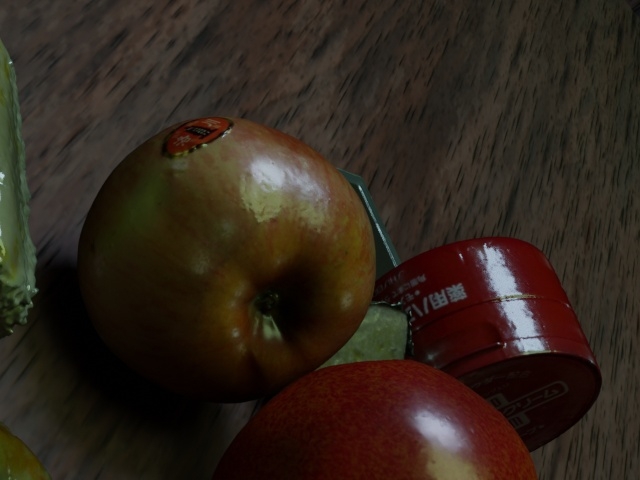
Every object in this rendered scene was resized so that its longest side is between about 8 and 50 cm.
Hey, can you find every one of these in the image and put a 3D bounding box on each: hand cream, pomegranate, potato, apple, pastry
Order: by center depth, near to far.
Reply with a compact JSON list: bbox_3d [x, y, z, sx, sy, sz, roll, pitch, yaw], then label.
[{"bbox_3d":[-0.236,-0.054,1.206,0.121,0.089,0.258,68,11,-51],"label":"pastry"},{"bbox_3d":[0.038,0.205,1.226,0.221,0.221,0.256,-15,100,-65],"label":"pomegranate"},{"bbox_3d":[-0.064,0.015,1.297,0.209,0.209,0.164,35,10,-37],"label":"apple"},{"bbox_3d":[0.008,0.132,1.451,0.101,0.089,0.172,5,84,-36],"label":"potato"},{"bbox_3d":[0.123,0.096,1.548,0.193,0.193,0.125,25,35,-48],"label":"hand cream"}]

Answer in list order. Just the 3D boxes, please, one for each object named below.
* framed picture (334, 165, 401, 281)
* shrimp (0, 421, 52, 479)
[{"bbox_3d":[0.000,0.000,1.662,0.252,0.014,0.197,17,43,-54],"label":"framed picture"},{"bbox_3d":[-0.217,0.127,1.051,0.217,0.051,0.115,48,27,-21],"label":"shrimp"}]
